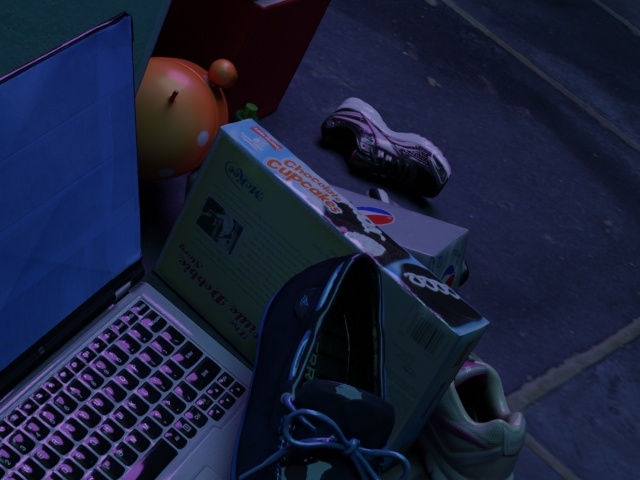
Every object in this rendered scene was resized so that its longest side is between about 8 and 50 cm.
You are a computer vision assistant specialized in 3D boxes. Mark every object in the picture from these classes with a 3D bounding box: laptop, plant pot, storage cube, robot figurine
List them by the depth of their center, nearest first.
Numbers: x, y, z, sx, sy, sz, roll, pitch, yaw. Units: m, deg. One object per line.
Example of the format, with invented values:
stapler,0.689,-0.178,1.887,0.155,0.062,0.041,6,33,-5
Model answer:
laptop,-0.146,0.072,1.373,0.408,0.236,0.382,40,32,3
plant pot,-0.315,-0.151,1.582,0.248,0.252,0.247,14,2,-24
robot figurine,-0.164,-0.125,1.718,0.158,0.128,0.219,1,6,3
storage cube,-0.126,-0.260,1.986,0.184,0.193,0.215,37,30,15

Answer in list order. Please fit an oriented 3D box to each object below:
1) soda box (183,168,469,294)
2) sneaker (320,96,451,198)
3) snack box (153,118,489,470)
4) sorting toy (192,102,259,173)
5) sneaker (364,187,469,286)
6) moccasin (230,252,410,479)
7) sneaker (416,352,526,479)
soda box,0.000,0.000,1.714,0.286,0.091,0.098,19,25,21
sneaker,0.073,-0.101,2.047,0.178,0.072,0.077,32,41,23
snack box,-0.009,0.052,1.614,0.322,0.187,0.060,42,33,21
sorting toy,-0.225,-0.185,1.859,0.366,0.126,0.127,27,30,-1
sneaker,0.116,0.037,1.844,0.132,0.086,0.228,22,34,-25
moccasin,-0.002,0.150,1.415,0.138,0.117,0.342,22,48,-31
sneaker,0.117,0.144,1.651,0.103,0.111,0.252,-13,49,-48
